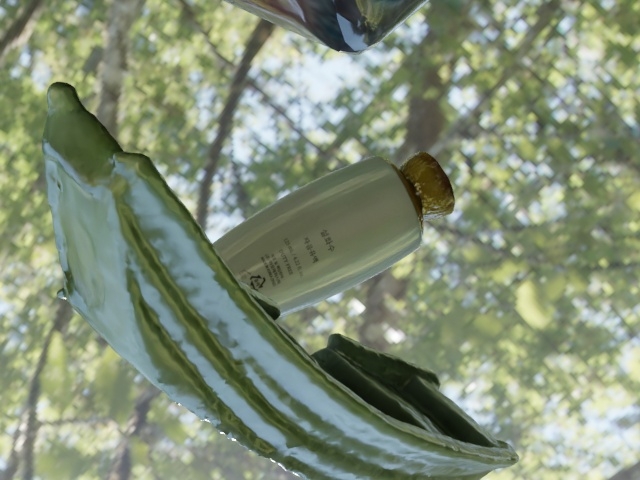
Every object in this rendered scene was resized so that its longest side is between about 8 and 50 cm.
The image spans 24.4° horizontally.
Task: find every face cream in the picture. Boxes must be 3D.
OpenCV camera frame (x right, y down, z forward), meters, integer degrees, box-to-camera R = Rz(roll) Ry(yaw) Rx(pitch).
[{"bbox_3d":[0.000,0.000,0.939,0.182,0.051,0.072,-27,-83,-18],"label":"face cream"}]

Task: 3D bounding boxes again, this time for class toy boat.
[{"bbox_3d":[-0.014,0.039,0.513,0.093,0.055,0.293,40,180,35],"label":"toy boat"}]

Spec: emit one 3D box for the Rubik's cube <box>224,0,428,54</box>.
[{"bbox_3d":[-0.029,-0.318,0.462,0.337,0.344,0.343,-42,-133,-19],"label":"Rubik's cube"}]
